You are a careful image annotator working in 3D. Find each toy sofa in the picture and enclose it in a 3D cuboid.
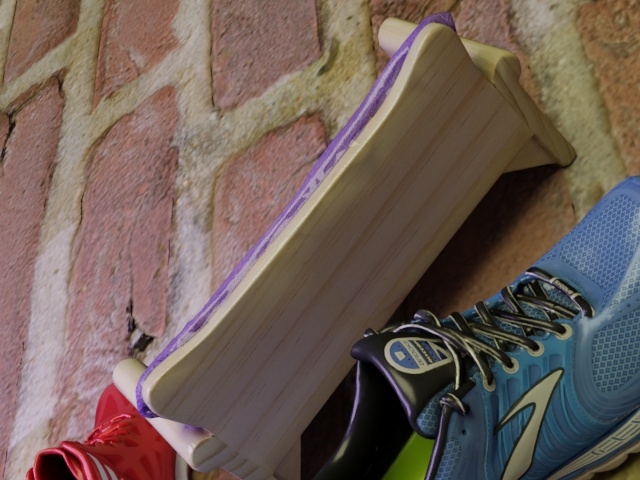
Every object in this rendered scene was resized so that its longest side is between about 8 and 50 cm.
[{"bbox_3d":[0.000,0.000,0.912,0.362,0.177,0.150,-53,36,-4],"label":"toy sofa"}]

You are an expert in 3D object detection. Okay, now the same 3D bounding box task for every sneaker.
[{"bbox_3d":[-0.167,0.163,0.977,0.087,0.128,0.221,-44,36,7],"label":"sneaker"},{"bbox_3d":[0.107,0.088,0.740,0.330,0.147,0.130,-50,35,-4],"label":"sneaker"}]
